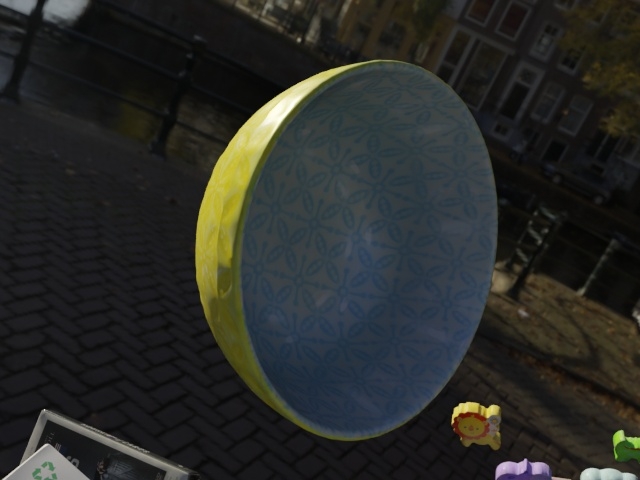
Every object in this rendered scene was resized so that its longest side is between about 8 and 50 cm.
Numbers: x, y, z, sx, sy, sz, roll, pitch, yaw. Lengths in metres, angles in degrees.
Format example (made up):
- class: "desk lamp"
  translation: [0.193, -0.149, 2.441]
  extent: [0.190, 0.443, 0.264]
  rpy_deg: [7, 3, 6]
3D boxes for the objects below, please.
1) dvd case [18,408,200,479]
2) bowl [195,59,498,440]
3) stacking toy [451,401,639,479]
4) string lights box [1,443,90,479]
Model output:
- class: "dvd case"
  translation: [-0.268, 0.317, 0.913]
  extent: [0.239, 0.179, 0.029]
  rpy_deg: [13, -13, 28]
- class: "bowl"
  translation: [0.000, 0.000, 0.644]
  extent: [0.289, 0.289, 0.156]
  rpy_deg: [9, 1, -45]
- class: "stacking toy"
  translation: [0.233, 0.229, 0.741]
  extent: [0.221, 0.052, 0.167]
  rpy_deg: [4, 27, 10]
- class: "string lights box"
  translation: [-0.156, 0.208, 0.306]
  extent: [0.077, 0.259, 0.133]
  rpy_deg: [38, 36, 8]
